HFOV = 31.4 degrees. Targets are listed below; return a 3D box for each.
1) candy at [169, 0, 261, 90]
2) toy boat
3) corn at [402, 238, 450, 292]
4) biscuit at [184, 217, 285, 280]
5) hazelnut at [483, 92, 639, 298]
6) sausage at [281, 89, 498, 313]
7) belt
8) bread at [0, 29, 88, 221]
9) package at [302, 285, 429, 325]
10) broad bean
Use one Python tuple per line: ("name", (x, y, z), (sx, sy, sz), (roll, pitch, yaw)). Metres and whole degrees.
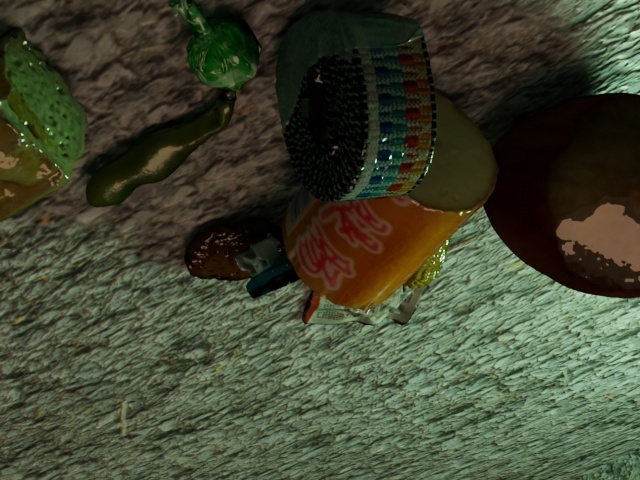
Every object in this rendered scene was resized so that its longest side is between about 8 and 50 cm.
("candy", (-0.173, -0.295, 1.376), (0.097, 0.097, 0.323), (-23, 142, 15))
("toy boat", (0.000, 0.000, 1.898), (0.299, 0.092, 0.134), (-25, 178, -40))
("corn", (0.181, -0.016, 1.979), (0.102, 0.101, 0.310), (-8, 145, -12))
("biscuit", (-0.142, 0.022, 1.944), (0.192, 0.049, 0.192), (-10, 152, -5))
("hazelnut", (0.434, -0.067, 1.782), (0.366, 0.365, 0.365), (-11, 150, -6))
("sausage", (0.097, -0.063, 1.727), (0.233, 0.233, 0.287), (5, 144, -31))
("belt", (0.044, -0.179, 1.485), (0.150, 0.257, 0.207), (-6, 172, -34))
("bread", (-0.430, -0.122, 1.423), (0.252, 0.196, 0.238), (-24, 145, 12))
("package", (0.088, 0.119, 2.232), (0.232, 0.040, 0.166), (2, 144, -12))
("broad bean", (-0.227, -0.138, 1.628), (0.098, 0.056, 0.318), (24, 128, -39))
